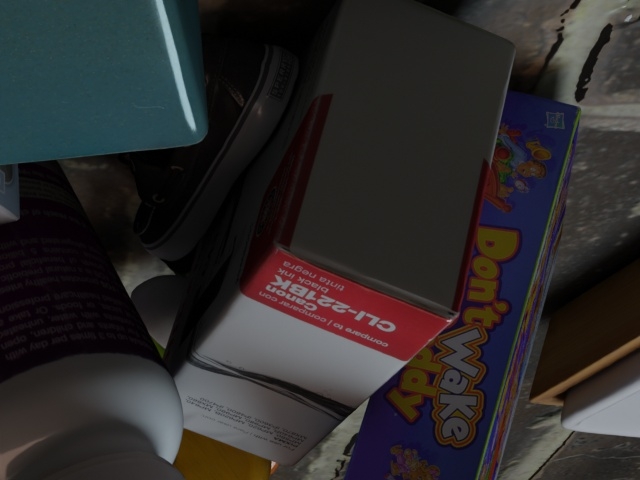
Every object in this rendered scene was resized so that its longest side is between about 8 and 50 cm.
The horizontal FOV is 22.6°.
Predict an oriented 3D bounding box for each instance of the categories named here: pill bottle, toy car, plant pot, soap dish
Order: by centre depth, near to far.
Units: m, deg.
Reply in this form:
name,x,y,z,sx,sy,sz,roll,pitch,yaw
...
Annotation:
name,x,y,z,sx,sy,sz,roll,pitch,yaw
plant pot,-0.144,-0.167,0.679,0.165,0.165,0.234,-6,147,-2
pill bottle,-0.186,0.085,0.990,0.169,0.301,0.169,-22,145,-16
toy car,-0.101,0.115,1.179,0.159,0.182,0.136,-47,175,17
soap dish,0.361,0.089,1.407,0.291,0.118,0.229,8,152,-28

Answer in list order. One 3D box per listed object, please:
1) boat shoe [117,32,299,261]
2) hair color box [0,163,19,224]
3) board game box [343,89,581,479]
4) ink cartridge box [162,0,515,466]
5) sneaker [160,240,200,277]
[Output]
name,x,y,z,sx,sy,sz,roll,pitch,yaw
boat shoe,-0.089,-0.060,1.026,0.076,0.080,0.228,21,151,-15
hair color box,-0.384,-0.047,0.923,0.374,0.113,0.185,-15,157,16
board game box,0.091,0.102,1.091,0.078,0.347,0.233,14,158,11
ink cartridge box,0.000,0.000,1.002,0.114,0.197,0.273,22,149,-10
sneaker,-0.045,0.040,1.221,0.084,0.097,0.234,-20,152,26
